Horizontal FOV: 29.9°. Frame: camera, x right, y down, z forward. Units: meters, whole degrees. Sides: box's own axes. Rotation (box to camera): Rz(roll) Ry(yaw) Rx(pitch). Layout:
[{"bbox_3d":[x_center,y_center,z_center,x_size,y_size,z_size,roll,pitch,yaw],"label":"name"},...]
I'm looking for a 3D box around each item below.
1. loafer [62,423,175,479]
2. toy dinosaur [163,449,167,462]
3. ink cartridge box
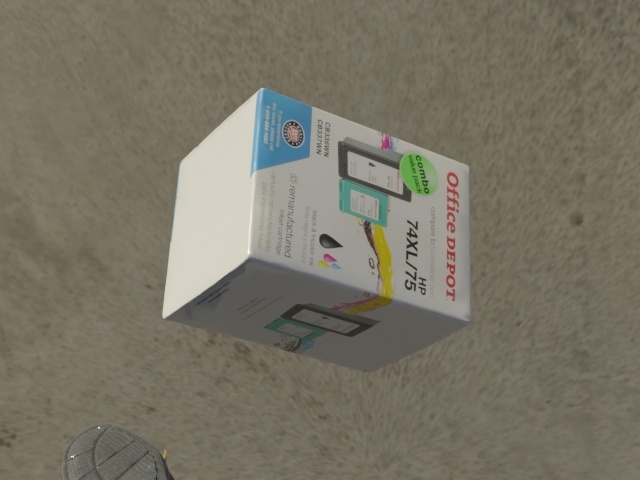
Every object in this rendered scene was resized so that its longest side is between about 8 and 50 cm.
[{"bbox_3d":[-0.172,0.306,1.259,0.109,0.095,0.302,-37,43,-22],"label":"loafer"},{"bbox_3d":[-0.197,0.358,1.379,0.112,0.064,0.211,-26,41,0],"label":"toy dinosaur"},{"bbox_3d":[0.000,0.000,1.294,0.270,0.197,0.198,17,60,-27],"label":"ink cartridge box"}]
